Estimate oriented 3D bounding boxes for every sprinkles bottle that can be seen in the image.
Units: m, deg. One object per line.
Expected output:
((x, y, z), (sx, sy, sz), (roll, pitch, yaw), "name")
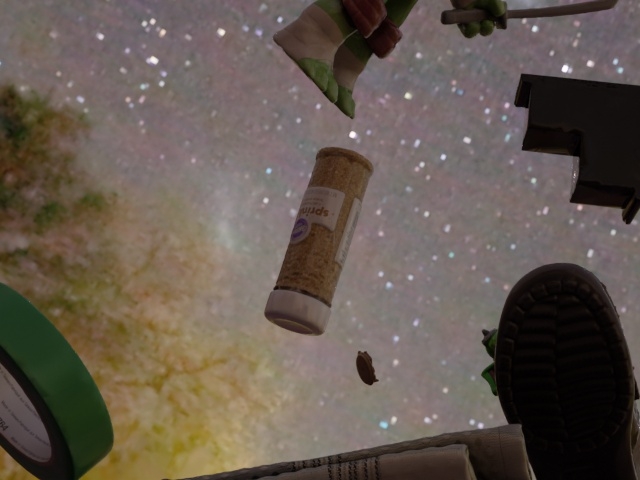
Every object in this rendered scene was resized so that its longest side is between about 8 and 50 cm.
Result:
((0.000, 0.000, 1.908), (0.121, 0.355, 0.121), (16, -19, 6), "sprinkles bottle")

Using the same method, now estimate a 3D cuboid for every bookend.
((0.314, -0.113, 1.219), (0.156, 0.157, 0.072), (6, -22, 6), "bookend")

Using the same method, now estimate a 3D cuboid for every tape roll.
((-0.433, 0.207, 1.436), (0.321, 0.077, 0.321), (29, -42, 29), "tape roll")

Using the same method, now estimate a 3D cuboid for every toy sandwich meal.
((0.106, 0.284, 2.229), (0.085, 0.029, 0.086), (44, -38, 51), "toy sandwich meal")

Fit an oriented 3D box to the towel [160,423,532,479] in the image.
((0.046, 0.311, 0.842), (0.324, 0.056, 0.312), (-12, -69, 8), "towel")

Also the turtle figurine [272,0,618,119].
((0.114, -0.196, 0.811), (0.274, 0.266, 0.198), (43, 8, -21), "turtle figurine")

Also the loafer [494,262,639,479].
((0.269, 0.179, 1.051), (0.133, 0.130, 0.366), (-7, -67, 19), "loafer")

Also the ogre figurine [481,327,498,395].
((0.280, 0.184, 1.356), (0.197, 0.097, 0.118), (26, 10, -36), "ogre figurine")
